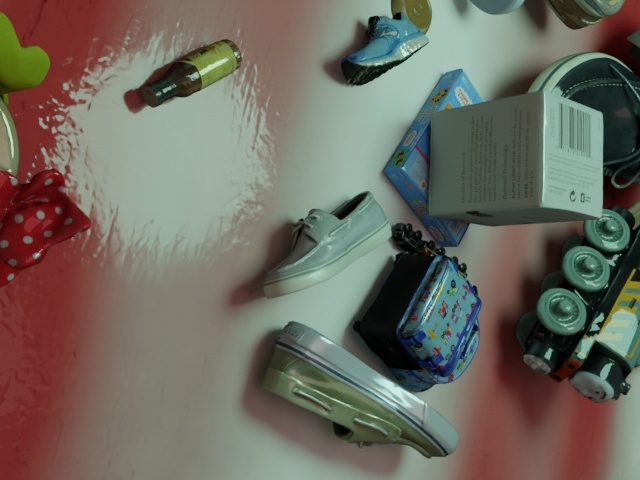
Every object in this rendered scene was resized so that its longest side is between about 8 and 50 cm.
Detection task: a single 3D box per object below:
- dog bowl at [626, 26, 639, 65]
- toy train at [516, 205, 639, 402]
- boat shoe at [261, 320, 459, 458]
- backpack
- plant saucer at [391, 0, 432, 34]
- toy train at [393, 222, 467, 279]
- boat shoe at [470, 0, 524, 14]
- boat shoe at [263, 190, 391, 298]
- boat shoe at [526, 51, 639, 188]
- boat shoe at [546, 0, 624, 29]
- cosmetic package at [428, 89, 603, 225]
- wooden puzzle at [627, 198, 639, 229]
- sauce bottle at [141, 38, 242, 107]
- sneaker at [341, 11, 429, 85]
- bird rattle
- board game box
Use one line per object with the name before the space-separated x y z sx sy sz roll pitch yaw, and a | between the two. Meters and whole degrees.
dog bowl | 0.698 -0.277 1.555 0.349 0.349 0.102 32 111 -36
toy train | 0.448 0.095 1.376 0.190 0.142 0.334 33 62 9
boat shoe | 0.049 0.209 1.100 0.302 0.109 0.094 36 79 -25
backpack | 0.151 0.121 1.174 0.173 0.117 0.158 53 57 -29
plant saucer | 0.136 -0.332 1.258 0.083 0.015 0.083 3 85 -42
toy train | 0.158 0.023 1.245 0.158 0.027 0.036 33 70 -35
boat shoe | 0.243 -0.523 1.304 0.156 0.136 0.367 -29 96 -43
boat shoe | 0.001 0.000 1.080 0.227 0.079 0.081 -31 101 -45
boat shoe | 0.509 -0.190 1.459 0.500 0.156 0.187 5 117 -43
boat shoe | 0.363 -0.484 1.411 0.123 0.116 0.324 -21 82 -25
cosmetic package | 0.265 -0.104 1.191 0.151 0.183 0.151 8 82 -42
wooden puzzle | 0.590 -0.019 1.546 0.221 0.239 0.044 22 29 -39
sauce bottle | -0.144 -0.186 0.979 0.128 0.042 0.042 -38 112 -39
sneaker | 0.075 -0.264 1.182 0.162 0.063 0.073 -36 93 -42
bird rattle | -0.333 -0.076 0.782 0.207 0.143 0.253 -12 109 -30
board game box | 0.192 -0.121 1.277 0.160 0.039 0.211 50 58 -28
